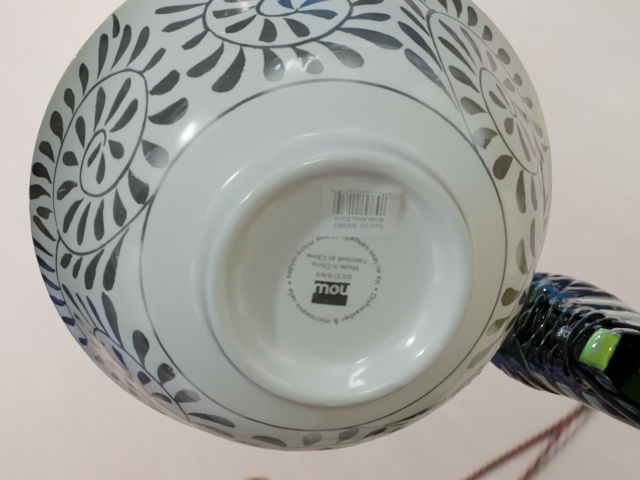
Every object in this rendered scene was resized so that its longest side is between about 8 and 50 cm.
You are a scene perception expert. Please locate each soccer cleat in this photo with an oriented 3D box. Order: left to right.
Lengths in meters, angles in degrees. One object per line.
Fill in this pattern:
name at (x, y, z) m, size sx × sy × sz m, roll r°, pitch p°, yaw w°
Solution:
soccer cleat at (0.131, 0.052, 0.644) m, size 0.179 × 0.072 × 0.060 m, roll 27°, pitch 86°, yaw 40°

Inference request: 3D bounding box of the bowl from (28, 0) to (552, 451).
bowl at (0.000, 0.000, 0.407) m, size 0.170 × 0.170 × 0.080 m, roll -57°, pitch 19°, yaw 10°
